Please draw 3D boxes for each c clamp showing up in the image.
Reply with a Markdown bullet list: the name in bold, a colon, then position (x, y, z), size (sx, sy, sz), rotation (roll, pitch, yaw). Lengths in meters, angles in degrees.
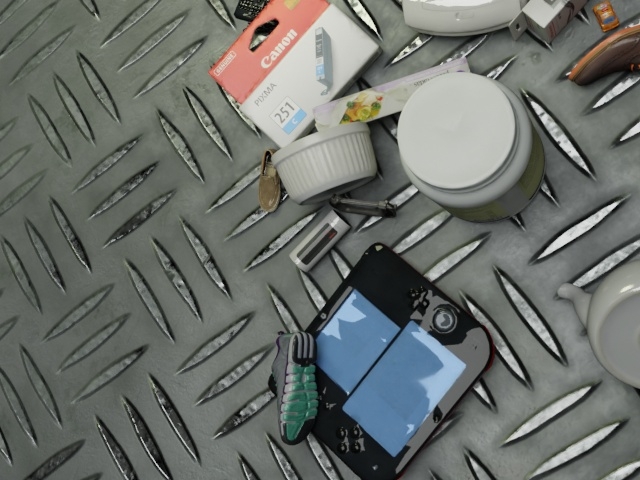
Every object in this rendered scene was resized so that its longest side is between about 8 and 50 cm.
- **c clamp**: position (0.084, -0.072, 1.825), size (0.160, 0.137, 0.022), rotation (7, 80, 26)

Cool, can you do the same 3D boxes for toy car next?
- **toy car**: position (0.581, -0.437, 1.740), size (0.122, 0.040, 0.060), rotation (-6, 81, 19)

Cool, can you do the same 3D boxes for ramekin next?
- **ramekin**: position (0.015, -0.148, 1.828), size (0.207, 0.207, 0.109), rotation (-21, 86, 16)

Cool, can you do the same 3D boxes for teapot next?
- **teapot**: position (0.591, 0.125, 1.601), size (0.256, 0.187, 0.252), rotation (41, 119, -7)

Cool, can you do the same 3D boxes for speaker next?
- **speaker**: position (0.000, 0.000, 1.889), size (0.136, 0.055, 0.055), rotation (-46, 71, 9)

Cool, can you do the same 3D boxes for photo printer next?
- **photo printer**: position (0.289, -0.561, 1.825), size (0.256, 0.107, 0.307), rotation (-1, 84, 20)

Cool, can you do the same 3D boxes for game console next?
- **game console**: position (0.118, 0.247, 1.814), size (0.342, 0.060, 0.386), rotation (40, 97, 19)

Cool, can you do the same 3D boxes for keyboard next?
- **keyboard**: position (-0.104, -0.491, 1.995), size (0.192, 0.038, 0.100), rotation (19, 90, 22)

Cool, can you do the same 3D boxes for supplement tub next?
- **supplement tub**: position (0.276, -0.164, 1.665), size (0.235, 0.325, 0.235), rotation (-3, 82, 19)

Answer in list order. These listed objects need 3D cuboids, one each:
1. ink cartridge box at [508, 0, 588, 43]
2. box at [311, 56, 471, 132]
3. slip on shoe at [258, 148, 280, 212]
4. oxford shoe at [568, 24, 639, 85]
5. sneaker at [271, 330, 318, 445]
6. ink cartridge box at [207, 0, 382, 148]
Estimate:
- **ink cartridge box**: position (0.448, -0.448, 1.756), size (0.060, 0.104, 0.180), rotation (45, 100, 18)
- **box**: position (0.143, -0.287, 1.836), size (0.324, 0.067, 0.063), rotation (-17, 99, 8)
- **slip on shoe**: position (-0.109, -0.128, 1.950), size (0.051, 0.041, 0.135), rotation (8, 86, 20)
- **oxford shoe**: position (0.594, -0.347, 1.693), size (0.271, 0.097, 0.098), rotation (-28, 82, 22)
- **sneaker**: position (-0.059, 0.292, 1.836), size (0.098, 0.083, 0.224), rotation (1, 82, 54)
- **ink cartridge box**: position (-0.064, -0.379, 1.930), size (0.261, 0.066, 0.296), rotation (44, 99, 8)
